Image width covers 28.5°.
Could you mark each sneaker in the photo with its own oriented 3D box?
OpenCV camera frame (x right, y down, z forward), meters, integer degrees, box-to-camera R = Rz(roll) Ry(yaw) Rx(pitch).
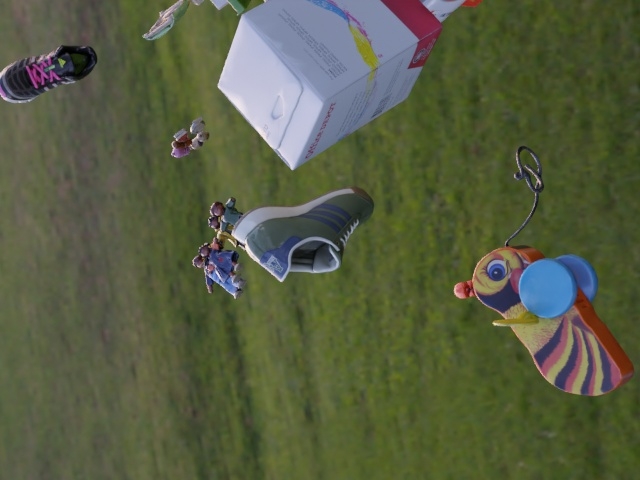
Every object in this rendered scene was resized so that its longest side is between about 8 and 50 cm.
[{"bbox_3d":[0.000,0.000,1.360,0.086,0.192,0.064,51,131,26],"label":"sneaker"},{"bbox_3d":[-0.402,-0.255,1.880,0.074,0.170,0.063,-19,95,50],"label":"sneaker"}]

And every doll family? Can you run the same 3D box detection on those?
[{"bbox_3d":[-0.168,0.013,2.195,0.111,0.076,0.193,30,107,22],"label":"doll family"}]

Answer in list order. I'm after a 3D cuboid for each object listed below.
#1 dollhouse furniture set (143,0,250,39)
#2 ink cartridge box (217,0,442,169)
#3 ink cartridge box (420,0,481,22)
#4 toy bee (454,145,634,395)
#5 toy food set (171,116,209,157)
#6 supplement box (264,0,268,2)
[{"bbox_3d":[-0.169,-0.316,1.761,0.151,0.058,0.076,-29,25,33],"label":"dollhouse furniture set"},{"bbox_3d":[0.008,-0.185,1.288,0.127,0.176,0.128,47,148,12],"label":"ink cartridge box"},{"bbox_3d":[0.213,-0.351,1.735,0.145,0.179,0.045,-39,67,40],"label":"ink cartridge box"},{"bbox_3d":[0.258,0.065,1.553,0.162,0.195,0.298,-29,57,30],"label":"toy bee"},{"bbox_3d":[-0.228,-0.172,2.198,0.019,0.078,0.122,57,175,10],"label":"toy food set"},{"bbox_3d":[-0.050,-0.439,1.588,0.195,0.194,0.356,53,-176,-28],"label":"supplement box"}]
